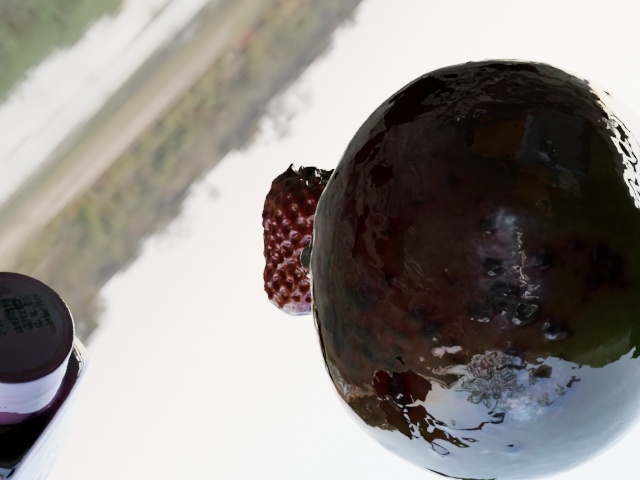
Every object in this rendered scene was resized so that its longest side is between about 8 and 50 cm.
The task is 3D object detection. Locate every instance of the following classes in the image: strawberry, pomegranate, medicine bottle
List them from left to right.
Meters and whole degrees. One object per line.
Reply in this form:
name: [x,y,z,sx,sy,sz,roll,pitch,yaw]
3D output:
medicine bottle: [-0.208,0.103,1.165,0.119,0.094,0.188,-59,176,-38]
strawberry: [0.000,0.000,0.983,0.073,0.073,0.083,-75,179,-81]
pomegranate: [0.069,0.011,0.541,0.159,0.129,0.129,7,-134,42]
